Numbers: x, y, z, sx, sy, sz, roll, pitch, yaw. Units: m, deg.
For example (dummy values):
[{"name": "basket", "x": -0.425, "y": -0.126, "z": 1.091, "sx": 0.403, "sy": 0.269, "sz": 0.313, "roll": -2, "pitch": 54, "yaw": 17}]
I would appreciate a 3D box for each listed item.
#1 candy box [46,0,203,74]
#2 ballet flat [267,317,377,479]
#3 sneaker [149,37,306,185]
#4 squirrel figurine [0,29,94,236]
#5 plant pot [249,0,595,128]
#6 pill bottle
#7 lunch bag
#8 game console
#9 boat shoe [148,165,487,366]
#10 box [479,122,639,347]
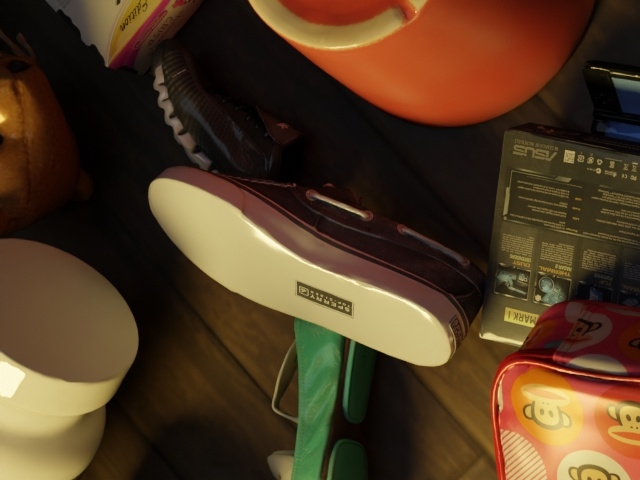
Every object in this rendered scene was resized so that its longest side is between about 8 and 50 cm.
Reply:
[{"name": "candy box", "x": -0.206, "y": -0.291, "z": 1.859, "sx": 0.233, "sy": 0.071, "sz": 0.159, "roll": 46, "pitch": 106, "yaw": 19}, {"name": "ballet flat", "x": -0.001, "y": 0.168, "z": 1.731, "sx": 0.087, "sy": 0.083, "sz": 0.247, "roll": -1, "pitch": 76, "yaw": 29}, {"name": "sneaker", "x": -0.068, "y": -0.090, "z": 1.784, "sx": 0.106, "sy": 0.078, "sz": 0.234, "roll": -30, "pitch": 79, "yaw": 19}, {"name": "squirrel figurine", "x": -0.407, "y": -0.062, "z": 1.880, "sx": 0.370, "sy": 0.281, "sz": 0.397, "roll": 20, "pitch": 111, "yaw": 15}, {"name": "plant pot", "x": 0.068, "y": -0.237, "z": 1.629, "sx": 0.275, "sy": 0.243, "sz": 0.274, "roll": -1, "pitch": 88, "yaw": 25}, {"name": "pill bottle", "x": -0.320, "y": 0.182, "z": 1.773, "sx": 0.210, "sy": 0.210, "sz": 0.363, "roll": 48, "pitch": 124, "yaw": 20}, {"name": "lunch bag", "x": 0.285, "y": 0.190, "z": 1.554, "sx": 0.293, "sy": 0.120, "sz": 0.258, "roll": 8, "pitch": 120, "yaw": 28}, {"name": "game console", "x": 0.271, "y": -0.084, "z": 1.621, "sx": 0.122, "sy": 0.107, "sz": 0.071, "roll": 12, "pitch": 65, "yaw": 25}, {"name": "boat shoe", "x": 0.000, "y": 0.000, "z": 1.693, "sx": 0.301, "sy": 0.102, "sz": 0.108, "roll": 23, "pitch": 141, "yaw": 17}, {"name": "box", "x": 0.253, "y": 0.014, "z": 1.614, "sx": 0.233, "sy": 0.059, "sz": 0.183, "roll": 12, "pitch": 105, "yaw": 26}]
